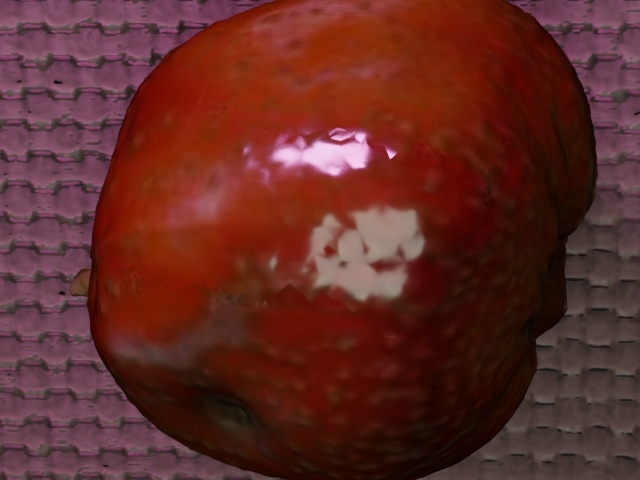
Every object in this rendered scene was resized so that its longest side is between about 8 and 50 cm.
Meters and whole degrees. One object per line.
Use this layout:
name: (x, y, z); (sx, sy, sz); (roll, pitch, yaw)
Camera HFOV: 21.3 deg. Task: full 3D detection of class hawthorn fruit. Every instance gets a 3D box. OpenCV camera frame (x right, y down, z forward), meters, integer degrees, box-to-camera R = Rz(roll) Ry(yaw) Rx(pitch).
hawthorn fruit: (0.000, 0.000, 0.912); (0.299, 0.275, 0.275); (-8, 108, 17)
